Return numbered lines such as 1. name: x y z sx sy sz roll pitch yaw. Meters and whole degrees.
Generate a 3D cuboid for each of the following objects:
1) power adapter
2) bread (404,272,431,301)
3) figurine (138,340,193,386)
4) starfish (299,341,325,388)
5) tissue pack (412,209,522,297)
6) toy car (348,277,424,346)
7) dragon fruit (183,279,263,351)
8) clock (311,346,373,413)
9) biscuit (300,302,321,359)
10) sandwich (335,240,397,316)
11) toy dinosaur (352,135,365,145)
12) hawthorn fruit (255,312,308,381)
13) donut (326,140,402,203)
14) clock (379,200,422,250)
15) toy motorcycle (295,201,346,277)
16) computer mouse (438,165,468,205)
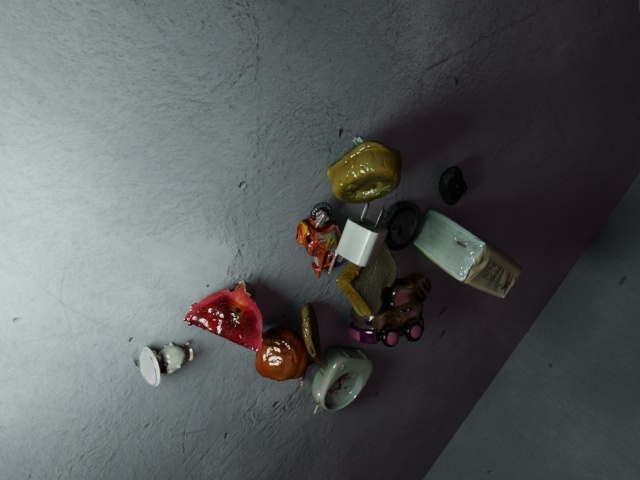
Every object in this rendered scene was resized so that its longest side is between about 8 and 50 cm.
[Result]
1. power adapter: 0.158 -0.030 1.484 0.125 0.130 0.205 -9 125 -56
2. bread: 0.445 0.231 1.989 0.160 0.073 0.161 -17 123 -28
3. figurine: -0.486 0.382 1.368 0.153 0.132 0.133 -14 122 -45
4. starfish: -0.082 0.513 1.766 0.238 0.071 0.216 10 113 -29
5. tissue pack: 0.649 0.064 1.878 0.404 0.331 0.205 21 105 -41
6. toy car: 0.280 0.299 1.808 0.340 0.271 0.241 -9 95 -24
7. dragon fruit: -0.288 0.238 1.414 0.261 0.134 0.212 30 79 -7
8. clock: 0.078 0.644 1.921 0.265 0.108 0.324 20 102 -43
9. biscuit: -0.037 0.347 1.626 0.042 0.226 0.226 -11 126 6
10. sandwich: 0.197 0.138 1.664 0.273 0.095 0.249 -57 131 -31
11. toy dinosaur: 0.160 -0.305 1.467 0.044 0.106 0.187 -47 132 -9
12. hawthorn fruit: -0.148 0.392 1.575 0.207 0.207 0.244 6 83 -38
13. donut: 0.156 -0.220 1.417 0.208 0.261 0.128 13 63 -33
14. clock: 0.337 -0.061 1.773 0.214 0.042 0.215 -17 122 -28
15. toy motorcycle: 0.002 0.000 1.528 0.171 0.089 0.298 -35 130 -15
16. computer mouse: 0.560 -0.243 1.818 0.122 0.073 0.217 -47 139 -3
